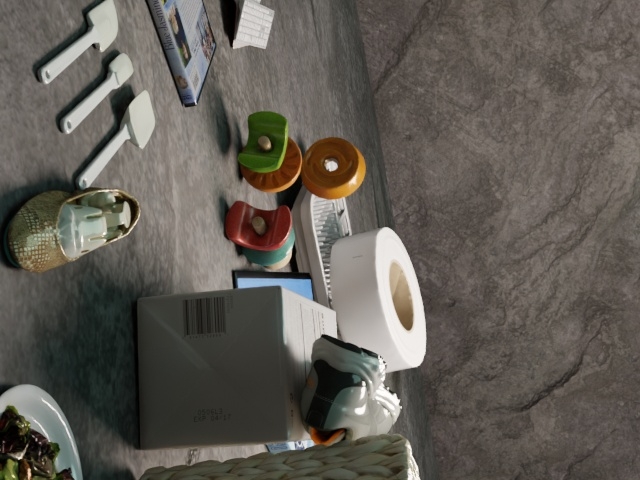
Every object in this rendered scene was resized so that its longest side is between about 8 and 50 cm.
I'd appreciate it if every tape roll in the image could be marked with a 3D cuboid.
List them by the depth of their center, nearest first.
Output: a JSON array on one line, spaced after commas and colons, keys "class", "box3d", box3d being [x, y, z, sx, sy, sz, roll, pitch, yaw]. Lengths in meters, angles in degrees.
[{"class": "tape roll", "box3d": [0.116, 0.119, 2.022, 0.286, 0.100, 0.286, -14, 90, -70]}]

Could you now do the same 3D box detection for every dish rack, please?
[{"class": "dish rack", "box3d": [0.000, 0.000, 2.053, 0.333, 0.072, 0.286, -70, 152, -66]}]

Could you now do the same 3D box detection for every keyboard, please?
[{"class": "keyboard", "box3d": [-0.114, -0.378, 1.796, 0.256, 0.014, 0.072, -43, 142, -79]}]

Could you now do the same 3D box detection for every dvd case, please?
[{"class": "dvd case", "box3d": [-0.200, -0.336, 1.416, 0.180, 0.022, 0.253, -83, 162, -52]}]

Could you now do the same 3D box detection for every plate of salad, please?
[{"class": "plate of salad", "box3d": [-0.233, 0.220, 0.855, 0.200, 0.048, 0.200, -7, 90, -78]}]

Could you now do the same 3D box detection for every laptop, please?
[{"class": "laptop", "box3d": [-0.005, 0.171, 1.606, 0.234, 0.264, 0.137, 4, 115, -59]}]

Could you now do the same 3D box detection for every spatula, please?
[{"class": "spatula", "box3d": [-0.239, -0.159, 1.128, 0.242, 0.019, 0.168, -75, 156, -61]}]

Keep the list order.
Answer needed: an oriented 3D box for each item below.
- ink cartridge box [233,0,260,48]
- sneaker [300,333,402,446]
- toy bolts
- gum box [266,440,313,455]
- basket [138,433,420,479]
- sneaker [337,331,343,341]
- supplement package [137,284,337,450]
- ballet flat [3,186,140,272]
[{"class": "ink cartridge box", "box3d": [-0.140, -0.449, 1.759, 0.181, 0.056, 0.225, -55, 155, -73]}, {"class": "sneaker", "box3d": [0.024, 0.194, 1.173, 0.108, 0.100, 0.271, -64, 161, -16]}, {"class": "toy bolts", "box3d": [-0.043, -0.059, 1.630, 0.158, 0.218, 0.229, 70, 34, -67]}, {"class": "gum box", "box3d": [-0.052, 0.296, 1.695, 0.184, 0.041, 0.157, 70, 18, -44]}, {"class": "basket", "box3d": [-0.036, 0.405, 1.033, 0.266, 0.328, 0.331, -82, 161, -64]}, {"class": "sneaker", "box3d": [0.054, 0.204, 2.054, 0.305, 0.114, 0.152, -85, 169, -47]}, {"class": "supplement package", "box3d": [-0.089, 0.163, 1.262, 0.293, 0.177, 0.175, 38, 48, -74]}, {"class": "ballet flat", "box3d": [-0.227, -0.019, 0.979, 0.206, 0.067, 0.073, -54, 138, -72]}]
